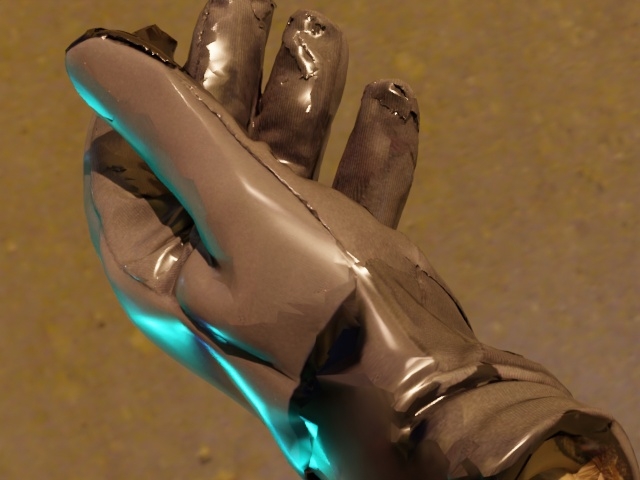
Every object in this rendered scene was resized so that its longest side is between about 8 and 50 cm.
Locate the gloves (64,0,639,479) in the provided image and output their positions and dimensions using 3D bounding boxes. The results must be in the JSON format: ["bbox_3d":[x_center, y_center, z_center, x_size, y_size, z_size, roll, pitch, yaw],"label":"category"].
[{"bbox_3d":[-0.005,0.009,0.654,0.119,0.142,0.285,-38,47,9],"label":"gloves"}]
